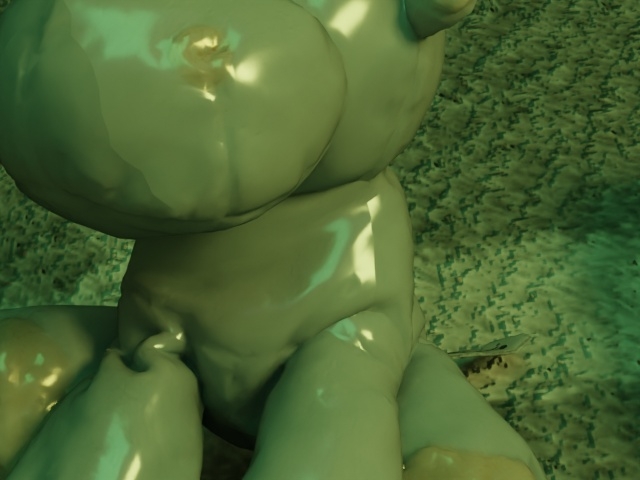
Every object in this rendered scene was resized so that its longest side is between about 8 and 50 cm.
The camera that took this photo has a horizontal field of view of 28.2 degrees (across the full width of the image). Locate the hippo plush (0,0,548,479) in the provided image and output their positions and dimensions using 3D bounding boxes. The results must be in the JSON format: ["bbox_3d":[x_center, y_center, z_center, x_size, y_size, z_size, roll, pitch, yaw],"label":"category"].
[{"bbox_3d":[0.000,0.000,0.466,0.294,0.237,0.234,-24,42,-39],"label":"hippo plush"}]
